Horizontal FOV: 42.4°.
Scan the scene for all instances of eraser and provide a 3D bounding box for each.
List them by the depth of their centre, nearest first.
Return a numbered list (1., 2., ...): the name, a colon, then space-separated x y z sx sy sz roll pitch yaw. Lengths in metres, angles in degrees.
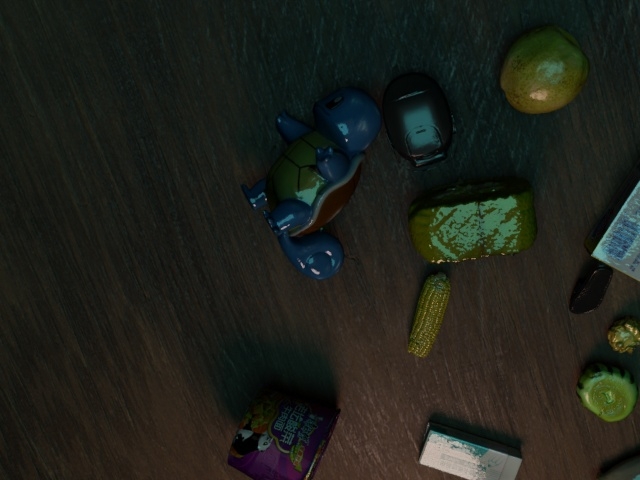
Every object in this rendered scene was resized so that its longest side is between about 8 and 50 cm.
1. eraser: 0.348 0.505 1.935 0.225 0.052 0.096 17 105 1

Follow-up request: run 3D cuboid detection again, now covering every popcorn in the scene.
1. popcorn: 0.673 0.208 1.811 0.083 0.057 0.082 16 101 5

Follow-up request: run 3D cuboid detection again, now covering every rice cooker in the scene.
1. rice cooker: 0.202 -0.246 1.701 0.142 0.118 0.203 -14 103 10

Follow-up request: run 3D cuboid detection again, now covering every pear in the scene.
1. pear: 0.438 -0.332 1.628 0.178 0.178 0.178 2 106 6

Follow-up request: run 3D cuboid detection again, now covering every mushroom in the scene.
1. mushroom: 0.780 0.494 1.863 0.351 0.097 0.109 -40 98 18

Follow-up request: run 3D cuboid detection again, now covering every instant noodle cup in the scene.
1. instant noodle cup: -0.088 0.461 1.885 0.190 0.251 0.251 23 107 8

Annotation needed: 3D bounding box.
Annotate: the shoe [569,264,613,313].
1. shoe: 0.586 0.096 1.786 0.062 0.053 0.159 7 139 -4

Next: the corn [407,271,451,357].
1. corn: 0.242 0.166 1.841 0.067 0.067 0.206 15 108 2

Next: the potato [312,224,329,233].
1. potato: 0.000 0.000 1.833 0.046 0.045 0.092 -19 109 -31

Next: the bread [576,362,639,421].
1. bread: 0.638 0.335 1.843 0.139 0.071 0.130 19 110 -1

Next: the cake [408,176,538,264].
1. cake: 0.315 -0.044 1.716 0.260 0.179 0.156 -6 105 11

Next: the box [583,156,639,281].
1. box: 0.690 -0.051 1.713 0.168 0.097 0.265 26 108 -2

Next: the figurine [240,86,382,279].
1. figurine: -0.022 -0.118 1.696 0.242 0.298 0.417 10 106 -17
